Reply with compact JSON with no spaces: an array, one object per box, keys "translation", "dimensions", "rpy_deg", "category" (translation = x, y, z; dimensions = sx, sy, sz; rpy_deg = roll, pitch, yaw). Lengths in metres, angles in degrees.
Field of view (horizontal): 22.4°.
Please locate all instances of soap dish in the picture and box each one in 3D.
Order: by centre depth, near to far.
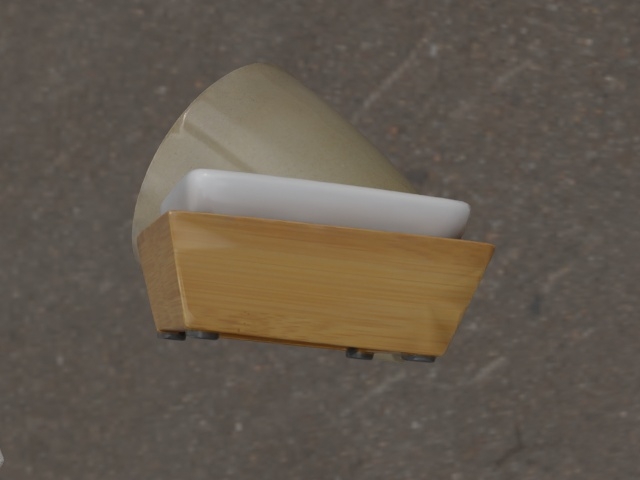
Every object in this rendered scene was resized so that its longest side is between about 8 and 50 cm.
[{"translation":[-0.019,0.025,1.229],"dimensions":[0.291,0.228,0.118],"rpy_deg":[163,113,-79],"category":"soap dish"}]

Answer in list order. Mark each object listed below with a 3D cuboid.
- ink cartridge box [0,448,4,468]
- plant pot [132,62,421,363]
[{"translation":[-0.467,0.235,1.649],"dimensions":[0.168,0.232,0.171],"rpy_deg":[-68,27,19],"category":"ink cartridge box"},{"translation":[0.000,0.000,1.594],"dimensions":[0.274,0.256,0.256],"rpy_deg":[33,111,26],"category":"plant pot"}]
